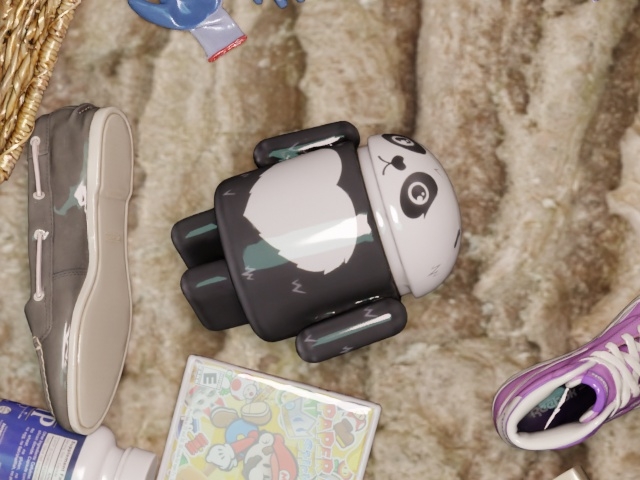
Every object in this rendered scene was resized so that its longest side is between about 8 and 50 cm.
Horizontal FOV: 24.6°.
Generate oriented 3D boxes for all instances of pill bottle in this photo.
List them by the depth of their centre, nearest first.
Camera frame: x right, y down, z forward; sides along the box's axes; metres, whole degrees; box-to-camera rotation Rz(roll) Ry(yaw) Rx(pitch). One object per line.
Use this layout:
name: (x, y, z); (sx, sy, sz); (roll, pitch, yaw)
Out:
pill bottle: (-0.266, 0.232, 1.483); (0.186, 0.112, 0.112); (15, 92, 3)

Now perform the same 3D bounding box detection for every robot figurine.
robot figurine: (-0.001, -0.003, 1.431); (0.278, 0.173, 0.209); (-16, 97, 4)

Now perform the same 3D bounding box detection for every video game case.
video game case: (-0.064, 0.252, 1.512); (0.206, 0.026, 0.227); (15, 91, 4)

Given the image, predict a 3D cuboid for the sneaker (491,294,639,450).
sneaker: (0.300, 0.127, 1.420); (0.282, 0.161, 0.102); (-33, 87, 2)

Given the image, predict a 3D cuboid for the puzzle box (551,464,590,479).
puzzle box: (0.154, 0.437, 1.424); (0.409, 0.052, 0.272); (-34, 75, 14)

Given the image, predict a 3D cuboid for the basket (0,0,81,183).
basket: (-0.387, -0.233, 1.417); (0.223, 0.213, 0.299); (23, 92, 19)

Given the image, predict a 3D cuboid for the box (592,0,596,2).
box: (0.312, -0.424, 1.352); (0.279, 0.177, 0.290); (-34, 88, 33)

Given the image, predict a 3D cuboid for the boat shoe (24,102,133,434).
boat shoe: (-0.253, 0.027, 1.482); (0.095, 0.112, 0.335); (-1, 79, 21)

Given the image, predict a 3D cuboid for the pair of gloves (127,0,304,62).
pair of gloves: (-0.103, -0.281, 1.512); (0.198, 0.023, 0.159); (-37, 86, 3)
